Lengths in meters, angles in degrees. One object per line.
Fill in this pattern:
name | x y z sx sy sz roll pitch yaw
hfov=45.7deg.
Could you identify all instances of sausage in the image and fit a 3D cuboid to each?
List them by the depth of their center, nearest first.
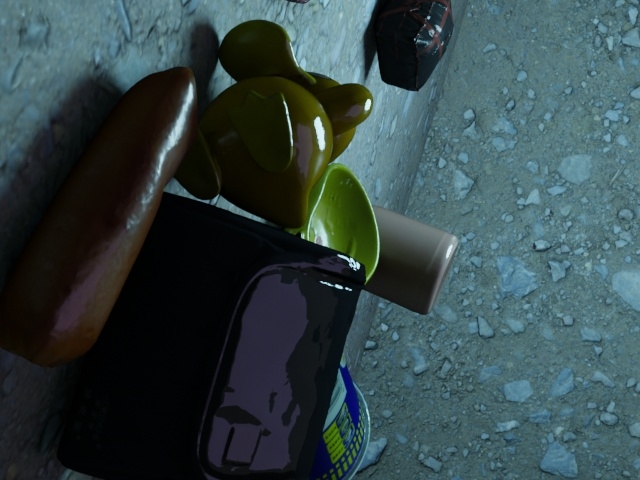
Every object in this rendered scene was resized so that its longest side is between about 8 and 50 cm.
sausage | -0.181 -0.031 0.646 0.089 0.083 0.300 85 23 -59

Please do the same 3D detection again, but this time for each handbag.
handbag | -0.093 0.122 0.774 0.178 0.274 0.302 87 20 -84
handbag | 0.197 -0.449 1.593 0.169 0.155 0.215 61 49 -64

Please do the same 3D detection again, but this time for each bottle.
bottle | 0.118 0.007 1.530 0.173 0.296 0.206 87 28 -59

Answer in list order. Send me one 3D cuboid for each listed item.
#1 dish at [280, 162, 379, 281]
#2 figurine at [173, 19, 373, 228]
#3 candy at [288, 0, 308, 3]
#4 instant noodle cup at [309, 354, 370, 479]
dish | 0.000 0.000 1.347 0.221 0.108 0.262 61 37 -28
figurine | -0.050 -0.124 0.853 0.215 0.215 0.228 93 7 -48
candy | -0.024 -0.362 0.989 0.103 0.043 0.103 16 90 -78
instant noodle cup | -0.075 0.193 1.064 0.312 0.284 0.284 81 27 -47
